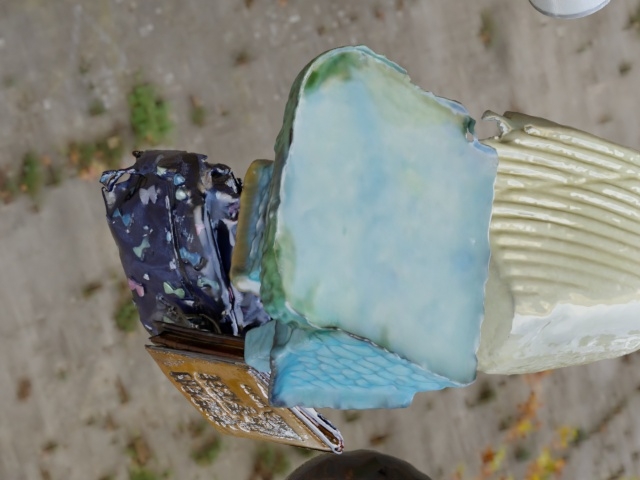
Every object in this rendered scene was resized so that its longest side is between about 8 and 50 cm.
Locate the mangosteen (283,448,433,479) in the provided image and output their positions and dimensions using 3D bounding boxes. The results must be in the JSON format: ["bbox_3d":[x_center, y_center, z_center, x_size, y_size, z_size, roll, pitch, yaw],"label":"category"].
[{"bbox_3d":[0.045,0.392,1.728,0.233,0.287,0.287,-33,-176,22],"label":"mangosteen"}]

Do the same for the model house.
[{"bbox_3d":[0.000,0.000,1.242,0.226,0.261,0.241,23,153,-27],"label":"model house"}]

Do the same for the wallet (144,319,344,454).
[{"bbox_3d":[-0.083,0.162,1.468,0.161,0.195,0.042,8,-124,40],"label":"wallet"}]

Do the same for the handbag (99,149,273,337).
[{"bbox_3d":[-0.131,0.017,1.484,0.162,0.260,0.113,12,-142,40],"label":"handbag"}]

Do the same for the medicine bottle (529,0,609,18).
[{"bbox_3d":[0.291,-0.400,1.689,0.143,0.258,0.143,-8,-127,11],"label":"medicine bottle"}]

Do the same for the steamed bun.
[{"bbox_3d":[0.236,0.032,1.598,0.290,0.273,0.272,0,157,-17],"label":"steamed bun"}]
